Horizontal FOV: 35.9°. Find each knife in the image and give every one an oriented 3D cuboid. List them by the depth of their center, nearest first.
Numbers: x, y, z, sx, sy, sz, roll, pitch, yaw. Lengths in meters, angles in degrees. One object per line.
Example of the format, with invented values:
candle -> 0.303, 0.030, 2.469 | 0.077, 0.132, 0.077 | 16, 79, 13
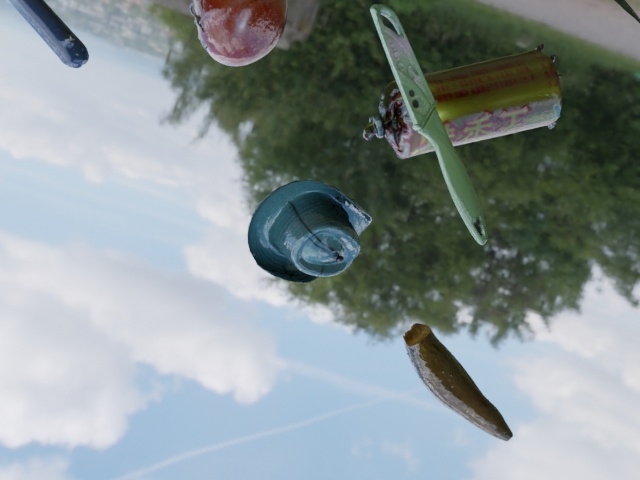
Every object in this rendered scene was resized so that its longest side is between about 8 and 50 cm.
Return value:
knife -> 0.085, -0.088, 0.771 | 0.030, 0.207, 0.014 | -29, -170, -31

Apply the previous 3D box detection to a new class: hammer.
hammer -> -0.310, -0.259, 1.026 | 0.194, 0.116, 0.069 | 49, 154, -11

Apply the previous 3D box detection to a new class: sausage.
sausage -> 0.206, -0.202, 1.463 | 0.317, 0.125, 0.117 | -15, -140, -19

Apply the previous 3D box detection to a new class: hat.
hat -> 0.000, 0.000, 1.231 | 0.191, 0.138, 0.078 | 22, -158, -49

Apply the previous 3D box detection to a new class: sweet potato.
sweet potato -> 0.216, 0.241, 1.620 | 0.243, 0.077, 0.077 | 52, -166, 10

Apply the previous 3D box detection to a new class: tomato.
tomato -> -0.124, -0.354, 1.524 | 0.167, 0.167, 0.167 | 19, -173, -2

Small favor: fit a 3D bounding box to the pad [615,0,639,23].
pad -> 0.280, -0.361, 1.157 | 0.267, 0.004, 0.181 | 40, -161, -23
